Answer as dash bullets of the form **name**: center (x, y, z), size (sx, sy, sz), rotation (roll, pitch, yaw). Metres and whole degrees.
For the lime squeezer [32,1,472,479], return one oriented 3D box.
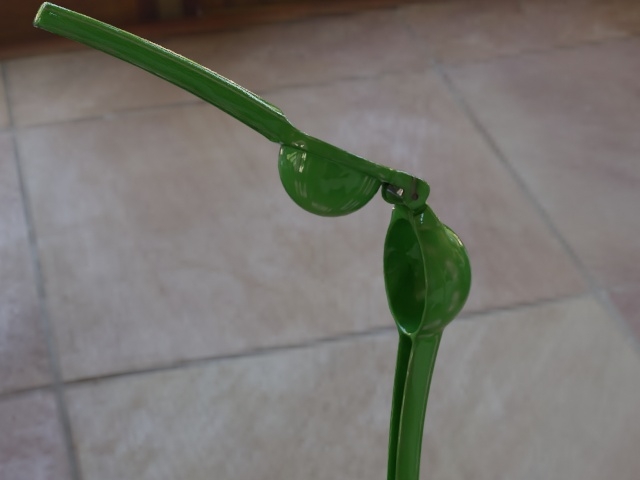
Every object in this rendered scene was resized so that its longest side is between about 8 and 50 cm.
- **lime squeezer**: center (0.000, 0.000, 0.719), size (0.110, 0.310, 0.059), rotation (-30, 18, 5)
